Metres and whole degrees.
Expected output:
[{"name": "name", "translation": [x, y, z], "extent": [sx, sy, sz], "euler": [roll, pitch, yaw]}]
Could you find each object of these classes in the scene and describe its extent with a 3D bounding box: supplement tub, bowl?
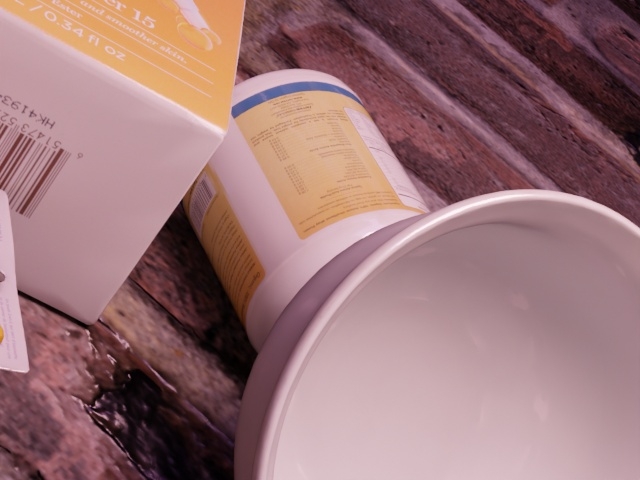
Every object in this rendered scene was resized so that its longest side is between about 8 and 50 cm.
[{"name": "supplement tub", "translation": [0.000, 0.000, 1.055], "extent": [0.144, 0.144, 0.199], "euler": [9, 41, -42]}, {"name": "bowl", "translation": [0.065, 0.106, 0.900], "extent": [0.298, 0.297, 0.134], "euler": [17, 2, -33]}]

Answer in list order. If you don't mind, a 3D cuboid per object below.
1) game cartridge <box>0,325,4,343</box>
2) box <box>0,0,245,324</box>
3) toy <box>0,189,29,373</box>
[{"name": "game cartridge", "translation": [-0.344, -0.021, 0.716], "extent": [0.285, 0.052, 0.323], "euler": [-27, 69, -43]}, {"name": "box", "translation": [-0.178, -0.145, 1.040], "extent": [0.215, 0.168, 0.345], "euler": [28, 30, -17]}, {"name": "toy", "translation": [-0.276, 0.014, 0.820], "extent": [0.237, 0.056, 0.137], "euler": [13, 40, -29]}]
